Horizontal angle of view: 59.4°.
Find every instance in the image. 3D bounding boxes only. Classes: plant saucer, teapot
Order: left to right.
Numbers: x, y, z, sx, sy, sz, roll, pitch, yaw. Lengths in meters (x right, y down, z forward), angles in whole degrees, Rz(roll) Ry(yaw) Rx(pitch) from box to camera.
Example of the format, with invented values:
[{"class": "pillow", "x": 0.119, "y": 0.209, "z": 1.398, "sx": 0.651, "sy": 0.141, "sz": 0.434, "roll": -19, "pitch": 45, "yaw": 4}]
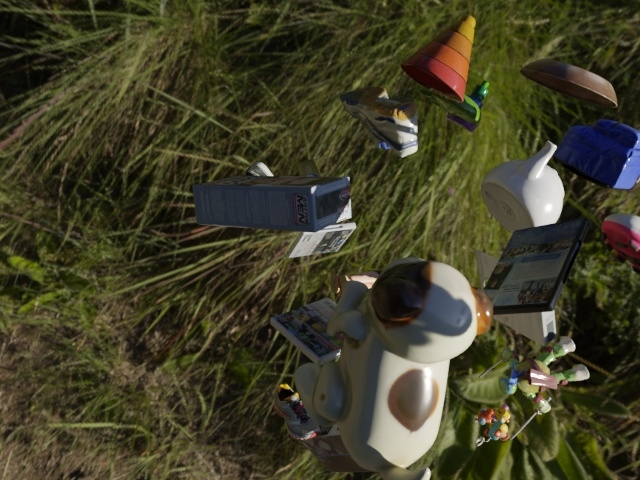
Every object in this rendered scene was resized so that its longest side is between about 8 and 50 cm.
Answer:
[{"class": "teapot", "x": 0.603, "y": -0.138, "z": 1.614, "sx": 0.252, "sy": 0.187, "sz": 0.256, "roll": 54, "pitch": -8, "yaw": -11}, {"class": "plant saucer", "x": 0.493, "y": -0.315, "z": 1.107, "sx": 0.199, "sy": 0.036, "sz": 0.198, "roll": 20, "pitch": 14, "yaw": -5}]

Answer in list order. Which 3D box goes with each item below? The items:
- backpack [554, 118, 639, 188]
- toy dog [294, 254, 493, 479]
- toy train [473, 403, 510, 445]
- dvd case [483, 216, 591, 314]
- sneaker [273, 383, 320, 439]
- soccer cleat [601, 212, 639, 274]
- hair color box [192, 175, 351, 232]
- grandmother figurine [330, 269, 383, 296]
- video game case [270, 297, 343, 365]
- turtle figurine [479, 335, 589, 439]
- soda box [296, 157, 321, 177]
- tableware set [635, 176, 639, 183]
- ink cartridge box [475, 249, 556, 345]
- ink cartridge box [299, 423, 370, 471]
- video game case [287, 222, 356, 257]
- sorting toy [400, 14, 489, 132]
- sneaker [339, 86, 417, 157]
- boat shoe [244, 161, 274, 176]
[{"class": "backpack", "x": 0.455, "y": -0.145, "z": 0.910, "sx": 0.098, "sy": 0.101, "sz": 0.120, "roll": 3, "pitch": 26, "yaw": -46}, {"class": "toy dog", "x": 0.142, "y": 0.215, "z": 1.074, "sx": 0.285, "sy": 0.407, "sz": 0.395, "roll": 15, "pitch": 26, "yaw": -11}, {"class": "toy train", "x": 0.506, "y": 0.545, "z": 1.645, "sx": 0.046, "sy": 0.125, "sz": 0.166, "roll": 47, "pitch": 27, "yaw": -3}, {"class": "dvd case", "x": 0.441, "y": 0.055, "z": 1.171, "sx": 0.022, "sy": 0.180, "sz": 0.253, "roll": 50, "pitch": 57, "yaw": -18}, {"class": "sneaker", "x": -0.081, "y": 0.533, "z": 1.745, "sx": 0.088, "sy": 0.092, "sz": 0.225, "roll": -17, "pitch": 31, "yaw": -32}, {"class": "soccer cleat", "x": 0.668, "y": 0.016, "z": 1.063, "sx": 0.331, "sy": 0.143, "sz": 0.116, "roll": 34, "pitch": 1, "yaw": -21}, {"class": "hair color box", "x": -0.128, "y": -0.103, "z": 1.459, "sx": 0.375, "sy": 0.113, "sz": 0.185, "roll": 5, "pitch": 16, "yaw": 31}, {"class": "grandmother figurine", "x": 0.205, "y": 0.153, "z": 2.200, "sx": 0.343, "sy": 0.103, "sz": 0.208, "roll": -5, "pitch": 12, "yaw": -33}, {"class": "video game case", "x": 0.006, "y": 0.219, "z": 1.383, "sx": 0.184, "sy": 0.023, "sz": 0.201, "roll": -16, "pitch": 33, "yaw": -35}, {"class": "turtle figurine", "x": 0.637, "y": 0.406, "z": 1.690, "sx": 0.266, "sy": 0.274, "sz": 0.197, "roll": -19, "pitch": 40, "yaw": -8}, {"class": "soda box", "x": -0.025, "y": -0.172, "z": 1.645, "sx": 0.058, "sy": 0.061, "sz": 0.181, "roll": -15, "pitch": 35, "yaw": -3}, {"class": "tableware set", "x": 0.610, "y": -0.159, "z": 1.002, "sx": 0.039, "sy": 0.128, "sz": 0.194, "roll": 44, "pitch": 7, "yaw": -6}, {"class": "ink cartridge box", "x": 0.602, "y": 0.163, "z": 1.733, "sx": 0.060, "sy": 0.275, "sz": 0.239, "roll": -29, "pitch": 30, "yaw": -21}, {"class": "ink cartridge box", "x": 0.082, "y": 0.628, "z": 1.707, "sx": 0.165, "sy": 0.333, "sz": 0.065, "roll": 47, "pitch": 51, "yaw": -7}, {"class": "video game case", "x": 0.000, "y": 0.000, "z": 1.750, "sx": 0.173, "sy": 0.190, "sz": 0.022, "roll": -7, "pitch": 68, "yaw": -21}, {"class": "sorting toy", "x": 0.263, "y": -0.303, "z": 1.032, "sx": 0.127, "sy": 0.126, "sz": 0.366, "roll": 34, "pitch": 11, "yaw": 22}, {"class": "sneaker", "x": 0.132, "y": -0.282, "z": 1.333, "sx": 0.112, "sy": 0.130, "sz": 0.296, "roll": -20, "pitch": 30, "yaw": -10}, {"class": "boat shoe", "x": -0.161, "y": -0.156, "z": 1.830, "sx": 0.219, "sy": 0.078, "sz": 0.070, "roll": 46, "pitch": 47, "yaw": -3}]
